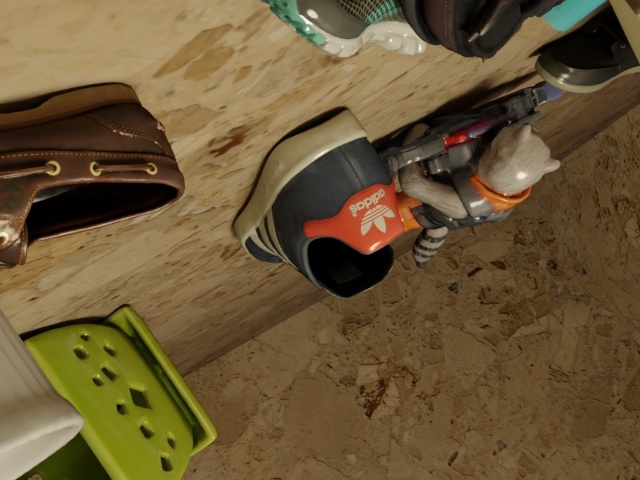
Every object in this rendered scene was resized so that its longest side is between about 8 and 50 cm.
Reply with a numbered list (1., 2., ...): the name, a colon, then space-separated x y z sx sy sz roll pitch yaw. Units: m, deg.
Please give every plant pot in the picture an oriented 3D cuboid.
1. plant pot: -0.274 0.222 0.940 0.227 0.228 0.207 -36 179 27

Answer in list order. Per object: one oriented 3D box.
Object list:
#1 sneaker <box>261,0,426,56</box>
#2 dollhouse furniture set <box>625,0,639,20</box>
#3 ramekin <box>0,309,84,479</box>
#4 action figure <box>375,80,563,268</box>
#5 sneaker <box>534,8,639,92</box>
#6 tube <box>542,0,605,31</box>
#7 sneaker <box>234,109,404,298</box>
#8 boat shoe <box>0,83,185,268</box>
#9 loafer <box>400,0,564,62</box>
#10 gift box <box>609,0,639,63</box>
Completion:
1. sneaker: 0.026 -0.147 0.440 0.076 0.065 0.166 -56 164 29
2. dollhouse furniture set: 0.243 -0.201 0.497 0.129 0.128 0.184 -36 159 29
3. ramekin: -0.322 0.144 0.561 0.277 0.135 0.277 -31 173 -4
4. action figure: 0.199 -0.081 1.064 0.341 0.178 0.330 -26 180 -25
5. sneaker: 0.365 -0.262 0.990 0.222 0.083 0.118 -21 149 -26
6. tube: 0.262 -0.251 0.644 0.052 0.080 0.207 10 148 -36
7. sneaker: 0.000 0.000 0.859 0.131 0.148 0.350 -30 172 -13
8. boat shoe: -0.160 -0.022 0.397 0.207 0.073 0.073 -25 170 -36
9. loafer: 0.101 -0.153 0.331 0.109 0.095 0.302 -47 166 -13
10. gift box: 0.455 -0.208 0.799 0.277 0.258 0.255 -16 167 -23
